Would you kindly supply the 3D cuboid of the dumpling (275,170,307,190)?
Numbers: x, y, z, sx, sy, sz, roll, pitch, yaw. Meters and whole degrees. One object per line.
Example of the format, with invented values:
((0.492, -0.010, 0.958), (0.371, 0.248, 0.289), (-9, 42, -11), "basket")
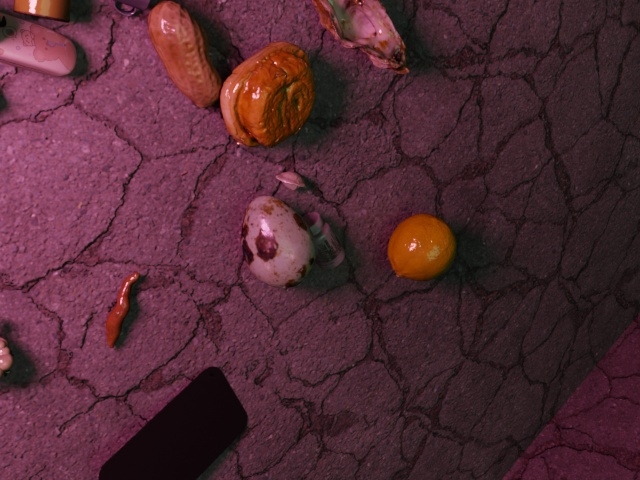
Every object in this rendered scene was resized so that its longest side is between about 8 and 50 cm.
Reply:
((-0.063, -0.139, 1.562), (0.043, 0.059, 0.077), (-47, 125, 1), "dumpling")

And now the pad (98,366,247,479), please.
((-0.351, 0.520, 1.636), (0.375, 0.063, 0.315), (-41, 126, -29), "pad")

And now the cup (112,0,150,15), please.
((-0.362, -0.465, 1.222), (0.077, 0.078, 0.100), (6, 135, -31), "cup")

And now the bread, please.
((-0.106, -0.311, 1.407), (0.236, 0.120, 0.198), (-44, 148, -24), "bread")

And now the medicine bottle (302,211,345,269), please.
((0.000, 0.000, 1.647), (0.079, 0.079, 0.140), (-43, 126, -15), "medicine bottle")

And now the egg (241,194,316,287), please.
((-0.100, 0.003, 1.521), (0.169, 0.169, 0.231), (-29, 115, -24), "egg")

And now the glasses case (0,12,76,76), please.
((-0.526, -0.344, 1.147), (0.204, 0.051, 0.081), (7, 83, -43), "glasses case")

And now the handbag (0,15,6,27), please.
((-0.563, -0.371, 1.052), (0.111, 0.047, 0.072), (36, 92, -19), "handbag")

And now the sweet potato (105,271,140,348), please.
((-0.432, 0.151, 1.423), (0.044, 0.044, 0.179), (14, 99, -38), "sweet potato")

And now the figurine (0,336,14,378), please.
((-0.671, 0.198, 1.238), (0.197, 0.093, 0.147), (46, 68, -37), "figurine")

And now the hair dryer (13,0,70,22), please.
((-0.555, -0.453, 1.083), (0.279, 0.090, 0.135), (2, 107, -30), "hair dryer")

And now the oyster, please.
((0.083, -0.505, 1.496), (0.341, 0.110, 0.166), (31, 83, -36), "oyster")

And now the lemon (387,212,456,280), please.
((0.273, 0.023, 1.790), (0.203, 0.178, 0.178), (-49, 128, -11), "lemon")

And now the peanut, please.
((-0.262, -0.368, 1.309), (0.108, 0.095, 0.226), (-44, 130, -28), "peanut")
